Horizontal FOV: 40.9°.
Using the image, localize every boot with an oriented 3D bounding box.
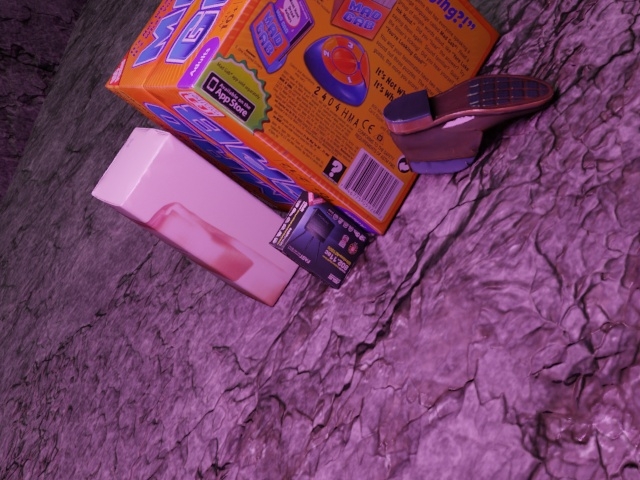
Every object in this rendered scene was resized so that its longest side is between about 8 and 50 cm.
[{"bbox_3d":[0.202,-0.153,1.146,0.219,0.106,0.082,-6,44,16],"label":"boot"}]

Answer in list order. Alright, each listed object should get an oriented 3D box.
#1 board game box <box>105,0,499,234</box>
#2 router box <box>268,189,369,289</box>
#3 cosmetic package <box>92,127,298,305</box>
[{"bbox_3d":[-0.034,-0.270,1.292,0.356,0.357,0.356,-59,31,-9],"label":"board game box"},{"bbox_3d":[0.000,0.000,1.206,0.038,0.122,0.092,22,78,54],"label":"router box"},{"bbox_3d":[-0.177,-0.034,1.313,0.129,0.296,0.153,-57,30,-8],"label":"cosmetic package"}]
